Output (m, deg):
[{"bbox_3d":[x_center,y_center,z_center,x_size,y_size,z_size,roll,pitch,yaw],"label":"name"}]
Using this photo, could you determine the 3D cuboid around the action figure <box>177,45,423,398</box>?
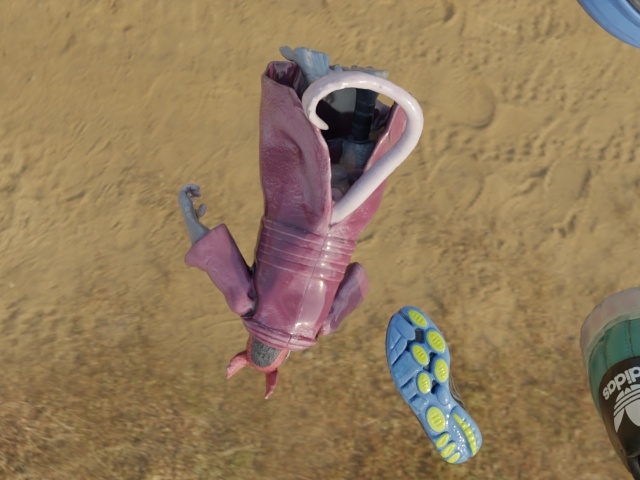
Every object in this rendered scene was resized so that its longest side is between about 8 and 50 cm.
[{"bbox_3d":[0.000,0.000,1.124,0.248,0.276,0.370,11,101,-26],"label":"action figure"}]

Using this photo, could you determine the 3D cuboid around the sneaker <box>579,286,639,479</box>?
[{"bbox_3d":[0.257,0.162,0.623,0.302,0.108,0.121,41,31,-15],"label":"sneaker"}]

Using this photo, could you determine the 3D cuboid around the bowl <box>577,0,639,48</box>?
[{"bbox_3d":[0.458,-0.422,1.316,0.391,0.077,0.391,-5,104,-20],"label":"bowl"}]

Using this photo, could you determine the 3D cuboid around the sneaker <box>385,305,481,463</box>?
[{"bbox_3d":[0.111,0.152,1.156,0.067,0.078,0.188,-29,113,-8],"label":"sneaker"}]
